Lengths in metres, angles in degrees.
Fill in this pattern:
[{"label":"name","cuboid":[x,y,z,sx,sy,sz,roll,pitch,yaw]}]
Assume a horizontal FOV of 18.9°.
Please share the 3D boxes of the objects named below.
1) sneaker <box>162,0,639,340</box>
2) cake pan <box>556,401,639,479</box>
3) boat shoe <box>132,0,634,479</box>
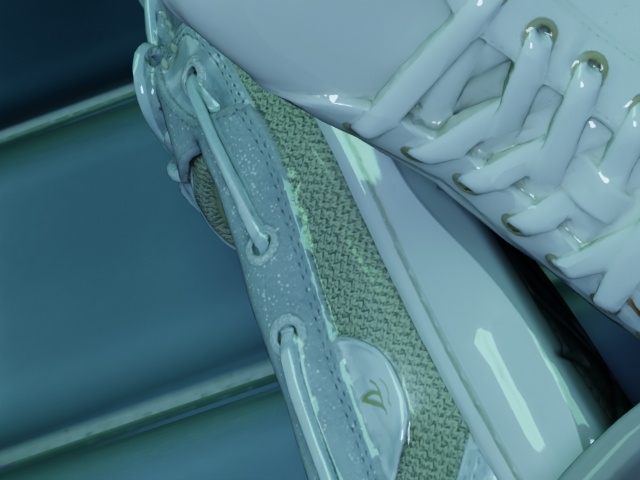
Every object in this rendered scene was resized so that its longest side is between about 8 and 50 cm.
[{"label":"sneaker","cuboid":[0.088,-0.028,0.516,0.106,0.290,0.123,-47,38,38]},{"label":"cake pan","cuboid":[0.169,0.146,0.430,0.293,0.054,0.293,-5,58,7]},{"label":"boat shoe","cuboid":[0.002,0.002,0.625,0.103,0.118,0.320,-38,53,9]}]
